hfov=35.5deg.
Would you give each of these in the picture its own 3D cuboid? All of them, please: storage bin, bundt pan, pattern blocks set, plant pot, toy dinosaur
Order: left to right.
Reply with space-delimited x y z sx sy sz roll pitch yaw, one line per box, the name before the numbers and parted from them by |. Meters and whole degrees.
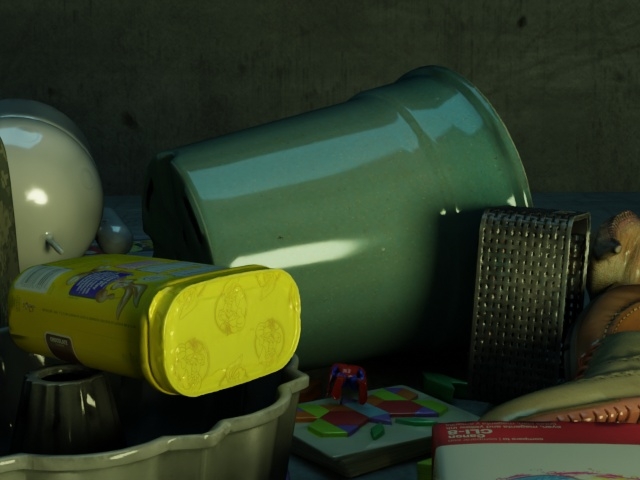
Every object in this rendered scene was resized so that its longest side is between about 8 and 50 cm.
bundt pan | -0.172 0.149 0.690 0.331 0.124 0.331 -1 9 0
plant pot | 0.000 0.000 1.102 0.334 0.341 0.341 -13 14 -25
pattern blocks set | 0.042 0.165 0.901 0.286 0.026 0.325 8 12 42
storage bin | 0.197 0.060 0.940 0.084 0.180 0.122 5 6 23
toy dinosaur | 0.342 0.037 1.102 0.200 0.295 0.127 -42 50 -9

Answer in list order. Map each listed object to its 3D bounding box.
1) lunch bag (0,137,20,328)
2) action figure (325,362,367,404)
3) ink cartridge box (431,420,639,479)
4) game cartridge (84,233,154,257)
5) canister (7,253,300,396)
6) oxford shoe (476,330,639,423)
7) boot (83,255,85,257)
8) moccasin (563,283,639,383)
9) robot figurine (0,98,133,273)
lunch bag | -0.403 0.029 0.921 0.213 0.305 0.256 -3 5 -3
action figure | 0.025 0.132 0.930 0.038 0.030 0.115 6 4 0
ink cartridge box | 0.119 0.177 0.487 0.128 0.128 0.176 0 8 4
game cartridge | -0.336 0.033 1.687 0.196 0.060 0.294 0 8 -25
canister | -0.117 0.051 0.690 0.170 0.073 0.126 5 10 39
oxford shoe | 0.212 0.132 0.715 0.348 0.123 0.130 5 27 -38
boot | -0.331 0.069 1.360 0.115 0.112 0.305 15 10 -19
moccasin | 0.360 0.111 0.948 0.380 0.139 0.147 4 -5 -44
robot figurine | -0.372 -0.063 1.232 0.300 0.199 0.353 22 8 -19
